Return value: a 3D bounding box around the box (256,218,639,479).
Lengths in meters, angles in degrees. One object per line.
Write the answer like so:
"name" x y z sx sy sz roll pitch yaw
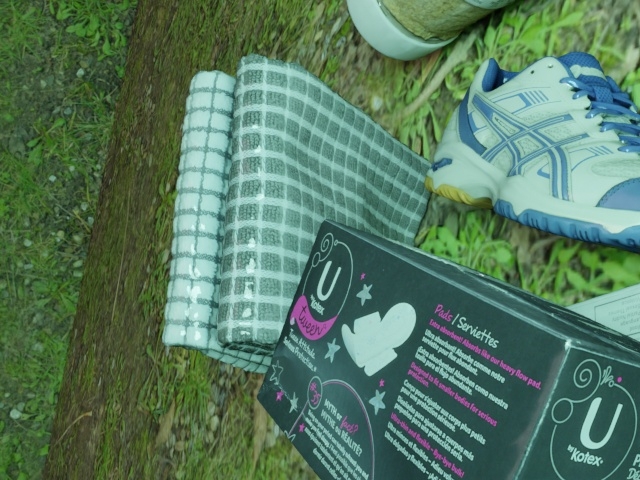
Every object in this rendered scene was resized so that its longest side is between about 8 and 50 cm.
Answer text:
"box" 0.095 0.094 0.467 0.247 0.163 0.142 32 102 62

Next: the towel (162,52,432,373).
"towel" 0.000 0.000 0.690 0.121 0.284 0.234 -10 71 31

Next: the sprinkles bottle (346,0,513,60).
"sprinkles bottle" 0.159 -0.264 0.654 0.355 0.121 0.121 -17 63 59

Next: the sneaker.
"sneaker" 0.173 -0.069 0.548 0.296 0.112 0.130 31 105 62

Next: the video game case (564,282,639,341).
"video game case" 0.167 0.151 0.530 0.232 0.042 0.210 -33 49 54
